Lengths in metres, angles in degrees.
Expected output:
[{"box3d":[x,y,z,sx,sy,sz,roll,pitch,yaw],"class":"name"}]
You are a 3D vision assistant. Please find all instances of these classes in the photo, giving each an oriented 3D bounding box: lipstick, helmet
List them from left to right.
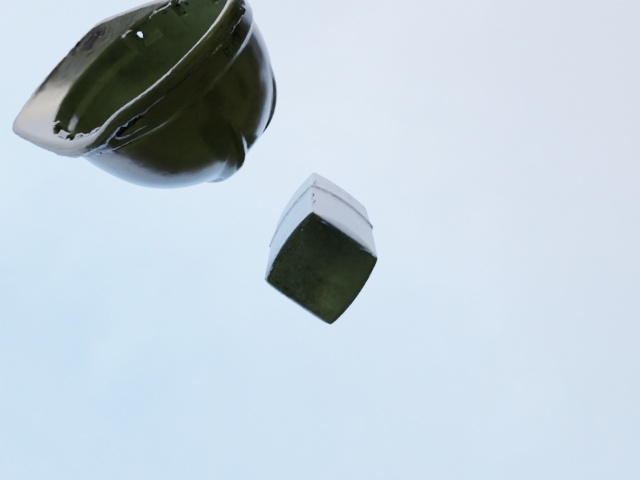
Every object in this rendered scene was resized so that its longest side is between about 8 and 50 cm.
[{"box3d":[-0.126,-0.112,1.015,0.137,0.257,0.204,49,-122,-29],"class":"helmet"},{"box3d":[0.000,0.000,1.025,0.076,0.290,0.077,36,-82,-4],"class":"lipstick"}]
